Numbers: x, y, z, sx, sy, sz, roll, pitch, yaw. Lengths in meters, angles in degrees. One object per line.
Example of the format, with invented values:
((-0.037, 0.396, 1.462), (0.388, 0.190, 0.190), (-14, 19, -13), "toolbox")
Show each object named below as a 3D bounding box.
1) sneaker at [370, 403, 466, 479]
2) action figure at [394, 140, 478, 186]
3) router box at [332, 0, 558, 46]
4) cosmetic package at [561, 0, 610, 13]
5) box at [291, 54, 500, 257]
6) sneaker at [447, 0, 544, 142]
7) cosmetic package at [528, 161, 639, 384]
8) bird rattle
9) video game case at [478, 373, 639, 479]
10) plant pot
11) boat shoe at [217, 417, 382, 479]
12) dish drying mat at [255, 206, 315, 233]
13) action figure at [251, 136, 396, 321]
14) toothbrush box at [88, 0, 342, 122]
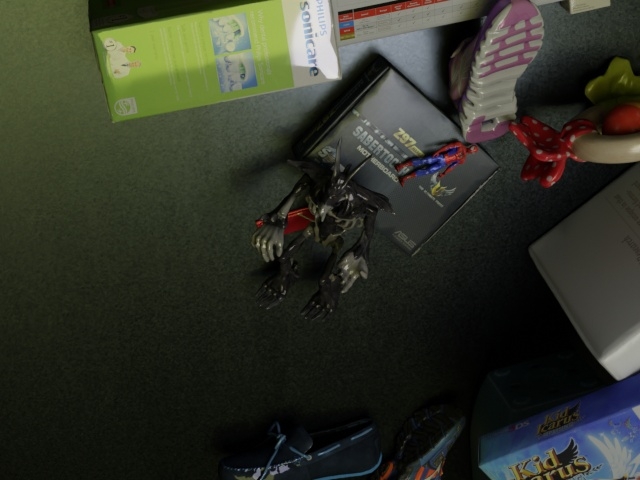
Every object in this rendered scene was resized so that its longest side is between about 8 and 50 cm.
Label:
((0.159, 0.343, 2.059), (0.087, 0.083, 0.221), (20, 116, -34), "sneaker")
((0.160, -0.106, 1.791), (0.115, 0.030, 0.038), (-22, 113, -4), "action figure")
((0.152, -0.406, 1.622), (0.335, 0.082, 0.301), (-12, 138, -6), "router box")
((0.350, -0.367, 1.761), (0.060, 0.041, 0.115), (-14, 118, -4), "cosmetic package")
((0.105, -0.113, 1.824), (0.232, 0.059, 0.183), (40, 102, -25), "box")
((0.217, -0.239, 1.733), (0.095, 0.105, 0.236), (-13, 145, -19), "sneaker")
((0.576, 0.066, 1.859), (0.393, 0.327, 0.329), (-39, 117, 10), "cosmetic package")
((0.388, -0.155, 1.767), (0.253, 0.207, 0.143), (-22, 111, -38), "bird rattle")
((0.389, 0.312, 1.766), (0.269, 0.061, 0.244), (-27, 119, 27), "video game case")
((0.358, 0.314, 1.994), (0.247, 0.247, 0.252), (-14, 109, -4), "plant pot")
((-0.034, 0.313, 1.996), (0.258, 0.109, 0.089), (-8, 111, -26), "boat shoe")
((-0.048, -0.024, 1.865), (0.083, 0.008, 0.032), (-16, 119, -4), "dish drying mat")
((0.000, 0.000, 1.769), (0.164, 0.141, 0.276), (22, 135, 5), "action figure")
((-0.135, -0.257, 1.622), (0.283, 0.206, 0.122), (-13, 117, -6), "toothbrush box")
